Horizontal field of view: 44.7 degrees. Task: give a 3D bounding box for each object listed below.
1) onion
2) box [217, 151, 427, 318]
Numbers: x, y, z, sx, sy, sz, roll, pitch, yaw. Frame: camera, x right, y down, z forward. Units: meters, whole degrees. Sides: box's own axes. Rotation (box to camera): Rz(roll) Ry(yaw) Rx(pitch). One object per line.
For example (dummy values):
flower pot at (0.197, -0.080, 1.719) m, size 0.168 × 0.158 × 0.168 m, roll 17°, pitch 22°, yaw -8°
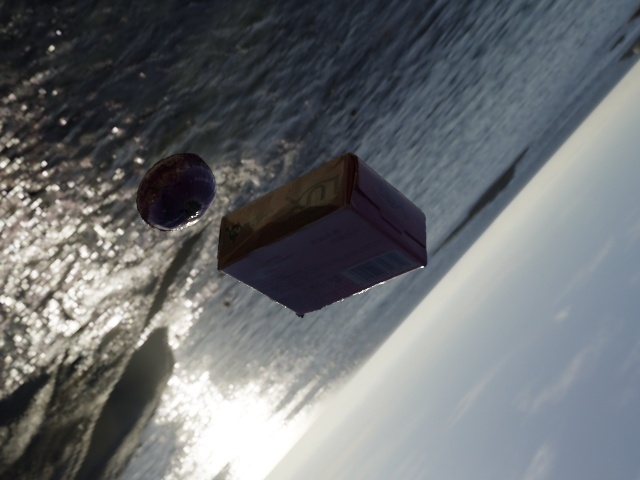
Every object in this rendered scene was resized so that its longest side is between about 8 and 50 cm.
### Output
onion at (-0.198, -0.068, 1.045) m, size 0.115 × 0.104 × 0.115 m, roll -31°, pitch 153°, yaw -17°
box at (0.000, 0.000, 0.647) m, size 0.156 × 0.111 × 0.060 m, roll -25°, pitch -131°, yaw 32°
